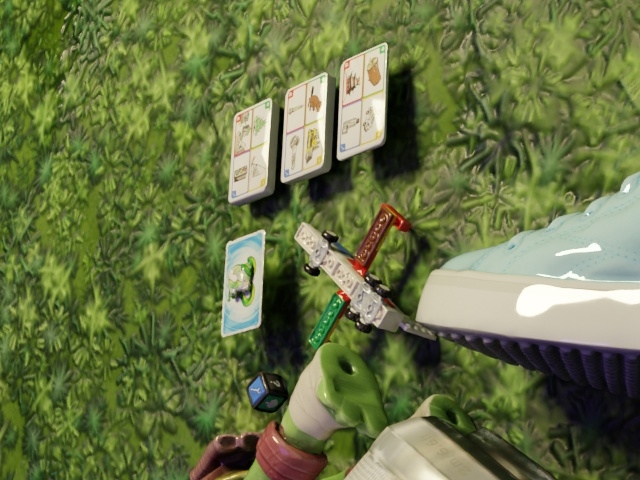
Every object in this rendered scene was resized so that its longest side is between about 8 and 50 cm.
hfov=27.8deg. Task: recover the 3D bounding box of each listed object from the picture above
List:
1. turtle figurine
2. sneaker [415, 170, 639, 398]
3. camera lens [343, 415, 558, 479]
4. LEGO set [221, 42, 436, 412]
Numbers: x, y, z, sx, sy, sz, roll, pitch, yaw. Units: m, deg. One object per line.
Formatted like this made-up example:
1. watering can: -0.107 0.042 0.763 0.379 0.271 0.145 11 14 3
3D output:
1. turtle figurine: -0.024 0.214 0.816 0.198 0.274 0.266 43 115 3
2. sneaker: 0.203 0.001 0.661 0.366 0.135 0.150 -3 67 49
3. camera lens: 0.051 0.246 0.659 0.274 0.219 0.219 -49 47 -4
4. LEGO set: 0.000 0.000 0.939 0.182 0.060 0.244 -19 62 47
